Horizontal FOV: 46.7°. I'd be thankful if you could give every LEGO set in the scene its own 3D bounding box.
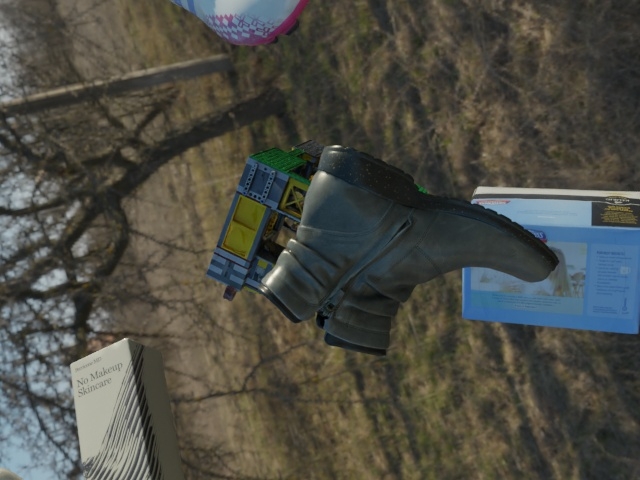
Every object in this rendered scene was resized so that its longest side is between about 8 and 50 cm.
[{"bbox_3d":[0.000,0.000,0.982,0.331,0.255,0.192,-67,-1,-72],"label":"LEGO set"}]

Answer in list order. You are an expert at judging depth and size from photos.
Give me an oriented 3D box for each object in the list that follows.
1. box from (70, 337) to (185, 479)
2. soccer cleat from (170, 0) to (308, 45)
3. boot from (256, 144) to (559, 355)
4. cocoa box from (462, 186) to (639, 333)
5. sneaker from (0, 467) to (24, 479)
[{"bbox_3d":[-0.270,0.289,1.050,0.094,0.113,0.275,45,-158,-59],"label":"box"},{"bbox_3d":[-0.121,-0.271,0.717,0.331,0.143,0.116,38,106,55],"label":"soccer cleat"},{"bbox_3d":[0.077,0.031,0.663,0.083,0.246,0.161,-162,94,-78],"label":"boot"},{"bbox_3d":[0.478,0.031,1.529,0.228,0.347,0.231,-49,-41,-61],"label":"cocoa box"},{"bbox_3d":[-0.407,0.450,1.127,0.290,0.123,0.106,51,-153,1],"label":"sneaker"}]
